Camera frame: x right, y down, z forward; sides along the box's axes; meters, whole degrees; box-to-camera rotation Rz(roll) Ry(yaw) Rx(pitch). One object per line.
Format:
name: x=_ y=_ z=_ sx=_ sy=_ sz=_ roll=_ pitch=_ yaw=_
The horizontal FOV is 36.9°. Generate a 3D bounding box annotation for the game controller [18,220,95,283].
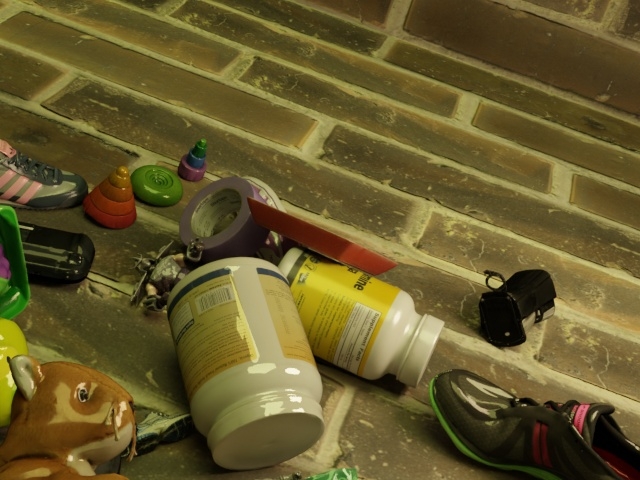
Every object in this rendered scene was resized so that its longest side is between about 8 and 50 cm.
game controller: x=-0.616 y=0.011 z=1.917 sx=0.319 sy=0.067 sz=0.166 roll=12 pitch=20 yaw=-8

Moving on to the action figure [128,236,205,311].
action figure: x=-0.254 y=0.085 z=1.902 sx=0.285 sy=0.099 sz=0.185 roll=21 pitch=63 yaw=11

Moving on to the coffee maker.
coffee maker: x=0.436 y=0.125 z=2.097 sx=0.120 sy=0.171 sz=0.178 roll=18 pitch=29 yaw=31

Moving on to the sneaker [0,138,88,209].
sneaker: x=-0.650 y=-0.148 z=2.047 sx=0.319 sy=0.131 sz=0.112 roll=3 pitch=37 yaw=-25

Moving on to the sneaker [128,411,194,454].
sneaker: x=-0.273 y=0.313 z=1.634 sx=0.135 sy=0.052 sz=0.058 roll=-13 pitch=40 yaw=-37

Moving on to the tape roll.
tape roll: x=-0.201 y=-0.038 z=2.037 sx=0.189 sy=0.080 sz=0.189 roll=-18 pitch=49 yaw=22

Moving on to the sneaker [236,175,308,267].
sneaker: x=-0.163 y=-0.042 z=2.140 sx=0.161 sy=0.102 sz=0.282 roll=-14 pitch=45 yaw=-33

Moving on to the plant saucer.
plant saucer: x=0.000 y=0.000 z=1.950 sx=0.259 sy=0.047 sz=0.258 roll=24 pitch=0 yaw=27

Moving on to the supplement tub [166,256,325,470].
supplement tub: x=-0.128 y=0.211 z=1.657 sx=0.228 sy=0.228 sz=0.316 roll=-1 pitch=51 yaw=-25

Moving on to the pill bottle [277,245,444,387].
pill bottle: x=0.063 y=0.155 z=1.877 sx=0.334 sy=0.187 sz=0.188 roll=24 pitch=35 yaw=9

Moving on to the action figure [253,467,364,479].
action figure: x=-0.039 y=0.425 z=1.571 sx=0.232 sy=0.063 sz=0.137 roll=3 pitch=40 yaw=-13

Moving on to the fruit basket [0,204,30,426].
fruit basket: x=-0.609 y=0.136 z=1.551 sx=0.392 sy=0.282 sz=0.392 roll=3 pitch=41 yaw=-2

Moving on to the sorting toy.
sorting toy: x=-0.374 y=-0.154 z=2.170 sx=0.127 sy=0.126 sz=0.365 roll=40 pitch=39 yaw=15

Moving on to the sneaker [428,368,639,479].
sneaker: x=0.430 y=0.346 z=1.752 sx=0.483 sy=0.202 sz=0.185 roll=25 pitch=34 yaw=12

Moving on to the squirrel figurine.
squirrel figurine: x=-0.417 y=0.344 z=1.273 sx=0.397 sy=0.281 sz=0.370 roll=-5 pitch=65 yaw=11

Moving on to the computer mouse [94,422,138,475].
computer mouse: x=-0.379 y=0.368 z=1.471 sx=0.189 sy=0.072 sz=0.272 roll=-2 pitch=39 yaw=-7
